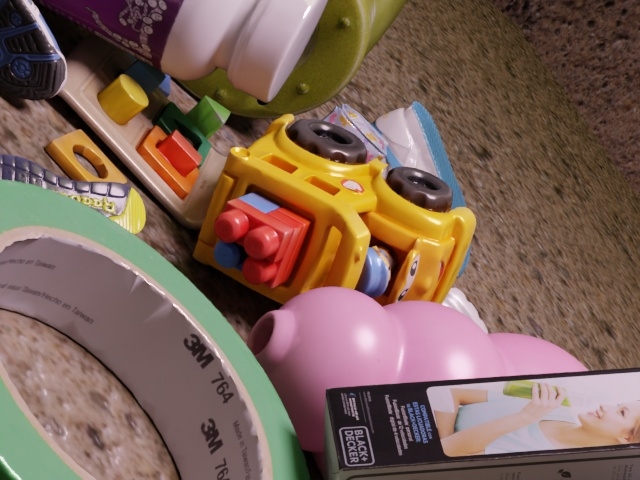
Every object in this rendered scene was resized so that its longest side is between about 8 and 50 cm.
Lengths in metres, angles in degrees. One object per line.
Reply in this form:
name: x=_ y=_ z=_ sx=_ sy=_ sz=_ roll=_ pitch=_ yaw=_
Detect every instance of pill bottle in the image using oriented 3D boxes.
pill bottle: x=-0.150 y=-0.253 z=1.236 sx=0.301 sy=0.169 sz=0.169 roll=29 pitch=20 yaw=2

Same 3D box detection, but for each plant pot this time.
plant pot: x=-0.045 y=-0.327 z=1.509 sx=0.366 sy=0.366 sz=0.353 roll=41 pitch=32 yaw=-20

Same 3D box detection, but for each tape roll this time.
tape roll: x=-0.141 y=0.106 z=0.835 sx=0.321 sy=0.077 sz=0.321 roll=41 pitch=21 yaw=-20

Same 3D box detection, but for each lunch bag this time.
lunch bag: x=0.031 y=-0.119 z=1.622 sx=0.083 sy=0.071 sz=0.053 roll=42 pitch=22 yaw=-15

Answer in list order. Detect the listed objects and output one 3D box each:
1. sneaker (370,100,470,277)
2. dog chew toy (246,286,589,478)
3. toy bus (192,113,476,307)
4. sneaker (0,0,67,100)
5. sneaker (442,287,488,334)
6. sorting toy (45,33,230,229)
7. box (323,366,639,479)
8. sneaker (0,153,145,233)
sneaker: x=0.124 y=-0.055 z=1.689 sx=0.087 sy=0.092 sz=0.229 roll=4 pitch=67 yaw=-66
dog chew toy: x=0.084 y=0.144 z=1.080 sx=0.331 sy=0.207 sz=0.207 roll=28 pitch=26 yaw=-25
toy bus: x=0.000 y=0.000 z=1.165 sx=0.220 sy=0.150 sz=0.211 roll=27 pitch=21 yaw=14
sneaker: x=-0.282 y=-0.208 z=1.121 sx=0.211 sy=0.080 sz=0.081 roll=50 pitch=23 yaw=1
sneaker: x=0.144 y=0.184 z=1.291 sx=0.281 sy=0.105 sz=0.115 roll=54 pitch=50 yaw=-5
sorting toy: x=-0.157 y=-0.114 z=1.255 sx=0.196 sy=0.047 sz=0.348 roll=44 pitch=20 yaw=-13
box: x=0.149 y=0.184 z=0.942 sx=0.087 sy=0.289 sz=0.169 roll=-101 pitch=-171 yaw=-56
sneaker: x=-0.205 y=-0.022 z=0.987 sx=0.144 sy=0.059 sz=0.053 roll=16 pitch=62 yaw=-27
